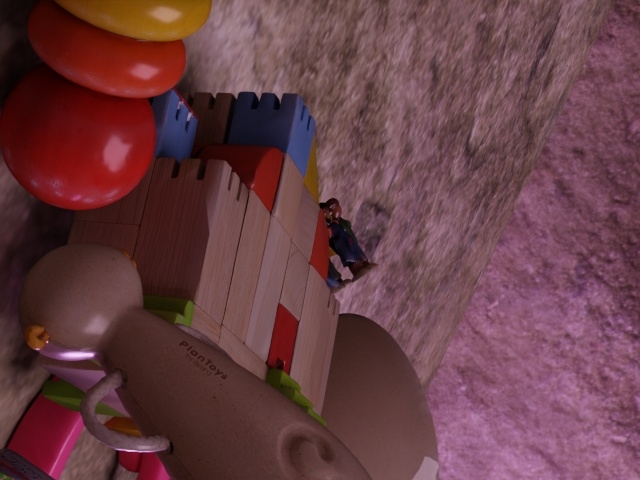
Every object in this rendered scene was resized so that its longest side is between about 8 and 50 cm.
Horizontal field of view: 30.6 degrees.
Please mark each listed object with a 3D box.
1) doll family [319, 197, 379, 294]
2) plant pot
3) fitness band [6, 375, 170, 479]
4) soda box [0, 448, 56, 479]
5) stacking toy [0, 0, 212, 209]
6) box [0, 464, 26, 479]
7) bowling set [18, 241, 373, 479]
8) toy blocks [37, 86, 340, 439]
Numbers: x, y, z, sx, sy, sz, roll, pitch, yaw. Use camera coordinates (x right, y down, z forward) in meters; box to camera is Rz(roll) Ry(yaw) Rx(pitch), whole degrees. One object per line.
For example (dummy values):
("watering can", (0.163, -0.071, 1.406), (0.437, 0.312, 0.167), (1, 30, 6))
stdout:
("doll family", (0.000, 0.000, 1.224), (0.076, 0.111, 0.193), (-31, 178, 3))
("plant pot", (-0.037, 0.226, 1.230), (0.191, 0.284, 0.284), (-5, 126, -31))
("fitness band", (-0.196, 0.209, 0.990), (0.209, 0.054, 0.291), (-49, 157, -44))
("soda box", (-0.261, 0.267, 0.765), (0.263, 0.083, 0.092), (-60, 163, -2))
("stacking toy", (-0.099, -0.164, 0.625), (0.141, 0.141, 0.330), (-36, 155, -61))
("box", (-0.276, 0.149, 0.390), (0.279, 0.177, 0.290), (-61, 165, -15))
("bowling set", (-0.125, 0.147, 0.353), (0.200, 0.154, 0.287), (-51, 175, 32))
("toy blocks", (-0.069, 0.010, 0.865), (0.381, 0.191, 0.261), (54, 43, -63))
